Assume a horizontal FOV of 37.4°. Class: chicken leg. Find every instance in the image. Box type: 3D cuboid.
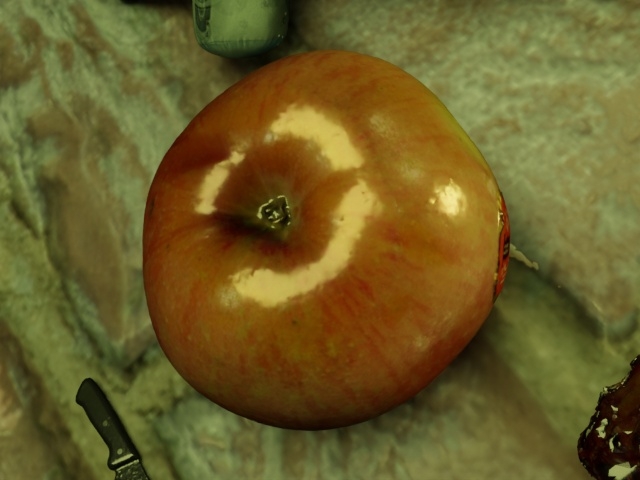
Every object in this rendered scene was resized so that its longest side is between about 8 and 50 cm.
[{"bbox_3d":[0.225,0.070,0.466,0.205,0.053,0.093,-18,47,10],"label":"chicken leg"}]

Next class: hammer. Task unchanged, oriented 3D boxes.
[{"bbox_3d":[-0.102,-0.196,0.708,0.194,0.069,0.116,11,105,42],"label":"hammer"}]

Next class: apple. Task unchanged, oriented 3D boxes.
[{"bbox_3d":[0.000,0.000,0.522,0.209,0.164,0.209,-8,67,20],"label":"apple"}]

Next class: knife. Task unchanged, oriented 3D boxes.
[{"bbox_3d":[-0.115,0.154,0.590,0.023,0.010,0.170,-40,60,2],"label":"knife"}]
